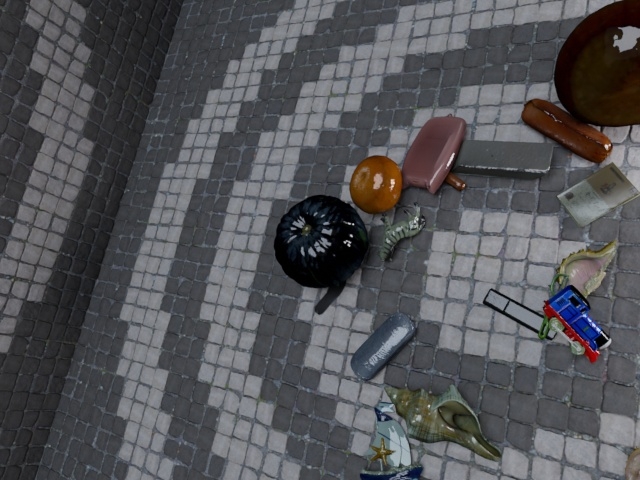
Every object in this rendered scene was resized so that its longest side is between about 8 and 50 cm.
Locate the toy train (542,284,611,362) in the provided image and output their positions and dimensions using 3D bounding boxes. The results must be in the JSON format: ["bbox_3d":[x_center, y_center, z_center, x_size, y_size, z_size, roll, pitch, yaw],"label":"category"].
[{"bbox_3d":[0.750,0.243,1.474,0.131,0.082,0.204,-44,79,19],"label":"toy train"}]

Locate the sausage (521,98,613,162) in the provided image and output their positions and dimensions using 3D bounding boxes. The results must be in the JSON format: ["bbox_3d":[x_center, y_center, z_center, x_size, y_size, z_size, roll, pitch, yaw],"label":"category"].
[{"bbox_3d":[0.817,-0.369,1.679,0.102,0.102,0.330,-48,58,7],"label":"sausage"}]

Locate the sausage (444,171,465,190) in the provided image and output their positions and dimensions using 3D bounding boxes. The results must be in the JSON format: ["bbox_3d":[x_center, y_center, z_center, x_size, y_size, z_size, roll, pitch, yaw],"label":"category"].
[{"bbox_3d":[0.477,-0.225,1.851,0.039,0.041,0.131,-47,58,1],"label":"sausage"}]

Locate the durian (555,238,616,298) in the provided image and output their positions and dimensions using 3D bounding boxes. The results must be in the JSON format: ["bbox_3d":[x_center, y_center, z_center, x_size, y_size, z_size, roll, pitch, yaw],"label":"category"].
[{"bbox_3d":[0.818,0.083,1.526,0.224,0.078,0.140,-53,45,26],"label":"durian"}]

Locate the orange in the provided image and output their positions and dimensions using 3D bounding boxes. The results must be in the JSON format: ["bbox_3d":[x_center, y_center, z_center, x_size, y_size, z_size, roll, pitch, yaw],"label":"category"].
[{"bbox_3d":[0.216,-0.209,1.905,0.224,0.170,0.224,-20,63,45],"label":"orange"}]

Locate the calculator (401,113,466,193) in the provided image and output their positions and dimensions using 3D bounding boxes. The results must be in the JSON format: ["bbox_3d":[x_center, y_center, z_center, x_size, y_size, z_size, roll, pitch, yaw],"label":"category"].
[{"bbox_3d":[0.417,-0.337,1.892,0.220,0.048,0.330,17,78,51],"label":"calculator"}]

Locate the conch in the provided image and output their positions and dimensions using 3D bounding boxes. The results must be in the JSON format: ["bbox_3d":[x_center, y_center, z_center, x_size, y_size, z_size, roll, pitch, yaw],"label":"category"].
[{"bbox_3d":[0.384,0.551,1.589,0.386,0.169,0.203,20,109,-1],"label":"conch"}]

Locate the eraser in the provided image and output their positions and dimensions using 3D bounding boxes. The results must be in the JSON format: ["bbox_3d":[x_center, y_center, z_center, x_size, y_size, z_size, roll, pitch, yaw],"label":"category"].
[{"bbox_3d":[0.624,-0.283,1.770,0.352,0.077,0.111,10,76,32],"label":"eraser"}]

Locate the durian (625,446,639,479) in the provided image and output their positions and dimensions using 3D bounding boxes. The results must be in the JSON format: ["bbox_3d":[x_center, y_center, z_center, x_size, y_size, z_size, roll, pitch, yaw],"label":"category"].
[{"bbox_3d":[0.870,0.616,1.302,0.165,0.132,0.183,-22,75,34],"label":"durian"}]

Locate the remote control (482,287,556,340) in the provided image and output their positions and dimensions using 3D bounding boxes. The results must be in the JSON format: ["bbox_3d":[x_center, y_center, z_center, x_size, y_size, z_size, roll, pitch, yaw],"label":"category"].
[{"bbox_3d":[0.640,0.235,1.618,0.245,0.025,0.063,30,94,33],"label":"remote control"}]

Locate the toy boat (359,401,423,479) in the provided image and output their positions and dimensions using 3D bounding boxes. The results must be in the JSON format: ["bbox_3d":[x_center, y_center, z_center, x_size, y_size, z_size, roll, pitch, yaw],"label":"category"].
[{"bbox_3d":[0.228,0.691,1.690,0.220,0.067,0.291,-16,56,23],"label":"toy boat"}]

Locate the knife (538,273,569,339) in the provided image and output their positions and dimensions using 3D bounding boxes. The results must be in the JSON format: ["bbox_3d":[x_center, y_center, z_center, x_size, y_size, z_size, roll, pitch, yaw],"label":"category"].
[{"bbox_3d":[0.706,0.201,1.553,0.054,0.015,0.212,21,95,52],"label":"knife"}]

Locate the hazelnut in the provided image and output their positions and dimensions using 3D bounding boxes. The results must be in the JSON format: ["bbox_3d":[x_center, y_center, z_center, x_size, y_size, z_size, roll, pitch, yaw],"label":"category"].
[{"bbox_3d":[0.929,-0.547,1.513,0.429,0.402,0.402,-9,69,38],"label":"hazelnut"}]

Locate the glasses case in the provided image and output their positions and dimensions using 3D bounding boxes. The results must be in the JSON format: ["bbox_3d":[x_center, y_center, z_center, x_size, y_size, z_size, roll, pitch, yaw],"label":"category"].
[{"bbox_3d":[0.218,0.374,1.781,0.282,0.067,0.109,-49,55,8],"label":"glasses case"}]

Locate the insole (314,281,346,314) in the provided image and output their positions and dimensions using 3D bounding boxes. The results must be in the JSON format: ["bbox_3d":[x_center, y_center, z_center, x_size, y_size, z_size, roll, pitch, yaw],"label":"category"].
[{"bbox_3d":[0.041,0.211,1.969,0.064,0.004,0.188,40,95,33],"label":"insole"}]

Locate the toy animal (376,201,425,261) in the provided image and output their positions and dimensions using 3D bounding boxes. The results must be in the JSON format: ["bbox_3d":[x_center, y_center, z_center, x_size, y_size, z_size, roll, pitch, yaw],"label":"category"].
[{"bbox_3d":[0.292,-0.028,1.874,0.216,0.073,0.176,-22,70,16],"label":"toy animal"}]

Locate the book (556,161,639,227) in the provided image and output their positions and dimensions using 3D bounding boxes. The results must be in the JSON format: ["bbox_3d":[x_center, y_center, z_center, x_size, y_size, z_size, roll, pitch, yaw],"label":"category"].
[{"bbox_3d":[0.883,-0.145,1.613,0.198,0.016,0.139,-33,61,15],"label":"book"}]

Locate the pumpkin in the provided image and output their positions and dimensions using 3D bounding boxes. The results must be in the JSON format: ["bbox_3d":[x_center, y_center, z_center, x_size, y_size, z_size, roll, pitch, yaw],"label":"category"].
[{"bbox_3d":[0.000,0.000,1.910,0.363,0.266,0.364,-13,64,29],"label":"pumpkin"}]
